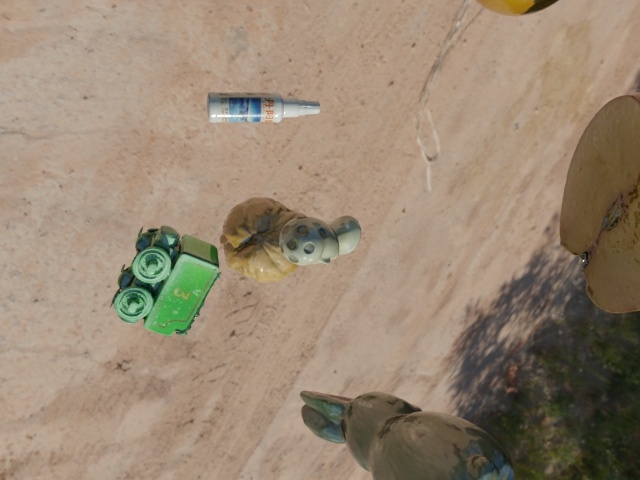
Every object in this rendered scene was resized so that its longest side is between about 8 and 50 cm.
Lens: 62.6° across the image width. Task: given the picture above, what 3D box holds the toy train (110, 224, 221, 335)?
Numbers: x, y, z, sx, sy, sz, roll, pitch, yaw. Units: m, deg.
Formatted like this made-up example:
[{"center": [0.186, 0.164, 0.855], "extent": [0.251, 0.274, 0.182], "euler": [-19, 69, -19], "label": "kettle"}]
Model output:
[{"center": [-0.343, 0.090, 1.168], "extent": [0.188, 0.132, 0.243], "euler": [26, 106, -23], "label": "toy train"}]

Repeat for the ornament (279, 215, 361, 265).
[{"center": [0.000, 0.000, 0.804], "extent": [0.075, 0.081, 0.156], "euler": [-36, 167, 26], "label": "ornament"}]

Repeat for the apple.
[{"center": [0.564, -0.053, 0.934], "extent": [0.329, 0.295, 0.365], "euler": [-47, 155, -32], "label": "apple"}]

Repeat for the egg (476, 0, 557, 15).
[{"center": [0.430, -0.637, 1.092], "extent": [0.282, 0.282, 0.351], "euler": [-43, 158, -12], "label": "egg"}]

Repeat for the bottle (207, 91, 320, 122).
[{"center": [-0.109, -0.259, 1.020], "extent": [0.217, 0.060, 0.060], "euler": [-5, 127, -14], "label": "bottle"}]

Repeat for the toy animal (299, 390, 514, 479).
[{"center": [0.081, 0.211, 0.557], "extent": [0.125, 0.251, 0.127], "euler": [17, 96, -42], "label": "toy animal"}]

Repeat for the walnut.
[{"center": [-0.141, -0.003, 1.368], "extent": [0.257, 0.224, 0.257], "euler": [-32, 177, -2], "label": "walnut"}]
